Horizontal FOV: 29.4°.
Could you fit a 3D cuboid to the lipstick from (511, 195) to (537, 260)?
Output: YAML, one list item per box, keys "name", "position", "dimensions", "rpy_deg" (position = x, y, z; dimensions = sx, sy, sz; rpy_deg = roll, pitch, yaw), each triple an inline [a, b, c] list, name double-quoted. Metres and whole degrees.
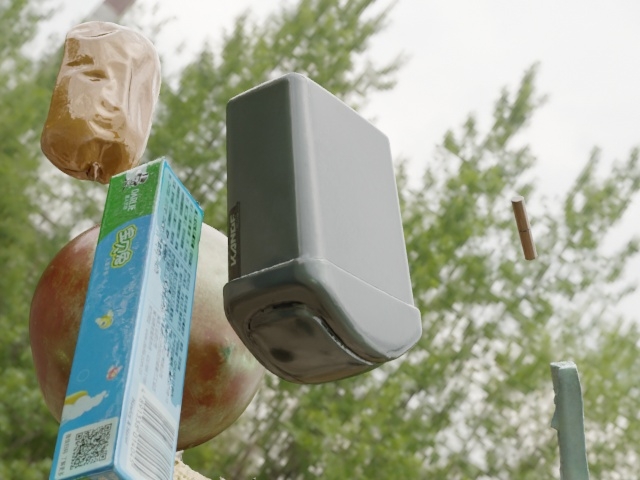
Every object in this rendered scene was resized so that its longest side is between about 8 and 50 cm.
- name: "lipstick"
  position: [0.282, -0.017, 1.686]
  dimensions: [0.019, 0.019, 0.094]
  rpy_deg: [18, -48, 51]

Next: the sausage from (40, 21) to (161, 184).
- name: "sausage"
  position: [-0.279, -0.175, 1.552]
  dimensions: [0.136, 0.241, 0.120]
  rpy_deg: [14, -35, -7]

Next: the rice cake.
- name: "rice cake"
  position: [0.293, 0.234, 1.443]
  dimensions: [0.042, 0.180, 0.030]
  rpy_deg: [-6, 4, 0]

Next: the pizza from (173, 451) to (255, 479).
- name: "pizza"
  position: [-0.181, 0.398, 1.678]
  dimensions: [0.323, 0.223, 0.089]
  rpy_deg: [28, -56, -8]

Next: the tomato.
- name: "tomato"
  position: [-0.173, 0.105, 1.323]
  dimensions: [0.222, 0.270, 0.270]
  rpy_deg: [14, -25, 41]

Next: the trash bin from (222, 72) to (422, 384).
- name: "trash bin"
  position: [0.000, 0.000, 1.010]
  dimensions: [0.101, 0.236, 0.176]
  rpy_deg: [-20, -29, 31]

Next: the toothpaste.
- name: "toothpaste"
  position: [-0.121, 0.061, 0.805]
  dimensions: [0.050, 0.267, 0.065]
  rpy_deg: [-19, -48, 20]
